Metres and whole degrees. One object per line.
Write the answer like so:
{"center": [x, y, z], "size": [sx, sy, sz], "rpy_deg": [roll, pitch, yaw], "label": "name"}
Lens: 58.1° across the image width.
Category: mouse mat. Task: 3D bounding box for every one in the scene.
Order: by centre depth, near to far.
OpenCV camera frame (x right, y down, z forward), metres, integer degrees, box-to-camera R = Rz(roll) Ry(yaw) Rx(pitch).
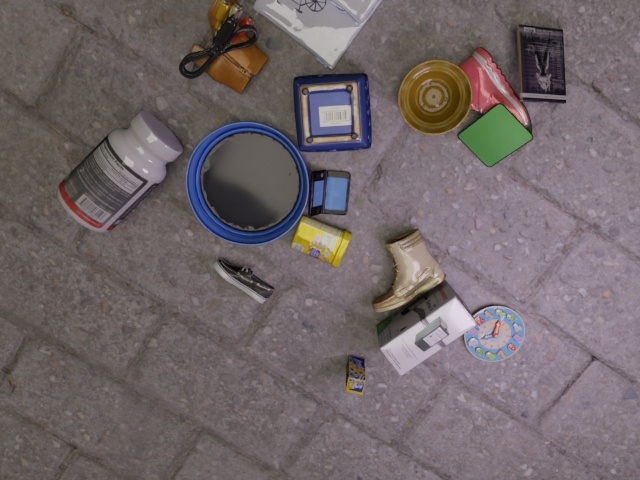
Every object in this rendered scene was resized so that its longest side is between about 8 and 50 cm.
{"center": [0.527, -0.315, 1.747], "size": [0.152, 0.007, 0.189], "rpy_deg": [43, 140, -8], "label": "mouse mat"}

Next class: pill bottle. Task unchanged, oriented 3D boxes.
{"center": [-0.610, -0.211, 1.774], "size": [0.363, 0.210, 0.210], "rpy_deg": [-41, 99, 10], "label": "pill bottle"}

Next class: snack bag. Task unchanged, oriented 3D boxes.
{"center": [0.004, -0.739, 1.707], "size": [0.323, 0.037, 0.342], "rpy_deg": [36, 103, -7], "label": "snack bag"}

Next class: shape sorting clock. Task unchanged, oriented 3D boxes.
{"center": [0.587, 0.316, 1.943], "size": [0.206, 0.040, 0.206], "rpy_deg": [1, 104, 3], "label": "shape sorting clock"}

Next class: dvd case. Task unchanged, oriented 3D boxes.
{"center": [0.648, -0.514, 1.689], "size": [0.164, 0.018, 0.221], "rpy_deg": [-3, 89, -22], "label": "dvd case"}

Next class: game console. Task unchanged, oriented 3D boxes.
{"center": [0.028, -0.147, 1.831], "size": [0.085, 0.124, 0.144], "rpy_deg": [11, 105, 27], "label": "game console"}

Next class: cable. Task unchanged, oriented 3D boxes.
{"center": [-0.289, -0.572, 1.674], "size": [0.139, 0.072, 0.287], "rpy_deg": [30, 126, -29], "label": "cable"}

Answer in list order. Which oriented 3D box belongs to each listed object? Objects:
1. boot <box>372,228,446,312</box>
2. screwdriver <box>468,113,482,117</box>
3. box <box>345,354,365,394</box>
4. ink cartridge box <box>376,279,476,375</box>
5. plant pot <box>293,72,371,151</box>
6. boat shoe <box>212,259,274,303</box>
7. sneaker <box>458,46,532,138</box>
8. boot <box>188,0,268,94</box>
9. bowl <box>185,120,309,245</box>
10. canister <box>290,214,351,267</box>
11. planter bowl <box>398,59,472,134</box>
{"center": [0.250, 0.099, 1.874], "size": [0.262, 0.095, 0.203], "rpy_deg": [-30, 101, 7], "label": "boot"}
{"center": [0.483, -0.386, 1.781], "size": [0.170, 0.024, 0.025], "rpy_deg": [18, 133, -4], "label": "screwdriver"}
{"center": [0.117, 0.447, 1.928], "size": [0.059, 0.169, 0.054], "rpy_deg": [12, 105, 0], "label": "box"}
{"center": [0.333, 0.272, 1.856], "size": [0.289, 0.211, 0.121], "rpy_deg": [-37, 98, 9], "label": "ink cartridge box"}
{"center": [0.035, -0.376, 1.706], "size": [0.236, 0.212, 0.236], "rpy_deg": [-3, 103, 3], "label": "plant pot"}
{"center": [-0.253, 0.119, 1.914], "size": [0.219, 0.078, 0.070], "rpy_deg": [36, 103, -15], "label": "boat shoe"}
{"center": [0.519, -0.420, 1.742], "size": [0.136, 0.116, 0.314], "rpy_deg": [-34, 94, 20], "label": "sneaker"}
{"center": [-0.244, -0.609, 1.726], "size": [0.211, 0.104, 0.295], "rpy_deg": [28, 108, -10], "label": "boot"}
{"center": [-0.228, -0.180, 1.835], "size": [0.391, 0.077, 0.391], "rpy_deg": [1, 104, 2], "label": "bowl"}
{"center": [0.000, 0.000, 1.872], "size": [0.170, 0.073, 0.126], "rpy_deg": [22, 104, -2], "label": "canister"}
{"center": [0.342, -0.432, 1.738], "size": [0.217, 0.090, 0.217], "rpy_deg": [2, 107, 7], "label": "planter bowl"}
